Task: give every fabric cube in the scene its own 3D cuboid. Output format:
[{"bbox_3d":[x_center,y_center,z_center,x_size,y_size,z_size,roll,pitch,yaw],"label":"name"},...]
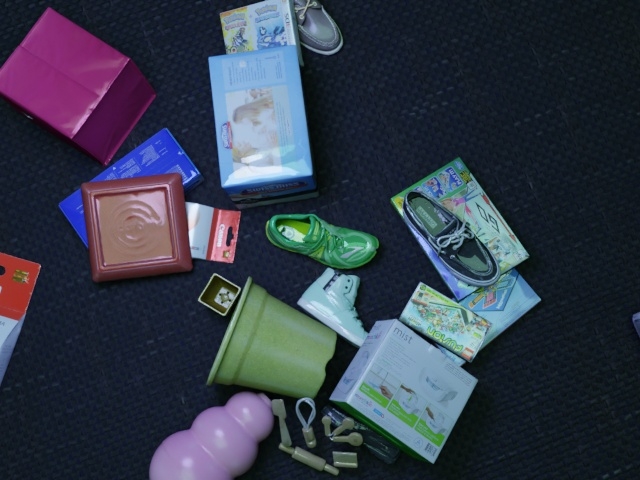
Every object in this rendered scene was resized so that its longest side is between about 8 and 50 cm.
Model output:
[{"bbox_3d":[-0.631,-0.388,1.850,0.258,0.254,0.259,33,82,6],"label":"fabric cube"}]

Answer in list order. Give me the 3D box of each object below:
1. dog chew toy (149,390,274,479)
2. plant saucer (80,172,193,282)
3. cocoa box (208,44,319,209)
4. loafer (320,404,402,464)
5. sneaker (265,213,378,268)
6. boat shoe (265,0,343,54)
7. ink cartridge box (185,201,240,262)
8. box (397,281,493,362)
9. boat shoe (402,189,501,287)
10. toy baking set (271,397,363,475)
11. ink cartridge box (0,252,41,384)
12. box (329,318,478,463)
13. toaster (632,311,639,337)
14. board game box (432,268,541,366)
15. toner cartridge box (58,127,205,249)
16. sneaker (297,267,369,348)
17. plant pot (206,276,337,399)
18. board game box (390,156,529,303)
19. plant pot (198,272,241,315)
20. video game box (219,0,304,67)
[{"bbox_3d":[-0.244,0.496,1.700,0.332,0.206,0.206,-43,80,-14],"label":"dog chew toy"},{"bbox_3d":[-0.470,-0.034,1.809,0.258,0.048,0.259,-7,91,-5],"label":"plant saucer"},{"bbox_3d":[-0.142,-0.283,1.816,0.231,0.228,0.347,-8,79,1],"label":"cocoa box"},{"bbox_3d":[0.104,0.462,1.747,0.223,0.076,0.078,32,77,3],"label":"loafer"},{"bbox_3d":[0.000,0.000,1.810,0.295,0.123,0.110,11,80,4],"label":"sneaker"},{"bbox_3d":[-0.063,-0.643,1.945,0.116,0.097,0.324,-40,80,-5],"label":"boat shoe"},{"bbox_3d":[-0.311,-0.021,1.871,0.179,0.045,0.146,7,80,7],"label":"ink cartridge box"},{"bbox_3d":[0.310,0.204,1.773,0.207,0.036,0.114,30,83,8],"label":"box"},{"bbox_3d":[0.321,-0.011,1.742,0.113,0.105,0.306,-38,74,-4],"label":"boat shoe"},{"bbox_3d":[-0.014,0.467,1.712,0.256,0.030,0.197,23,119,-1],"label":"toy baking set"},{"bbox_3d":[-0.938,0.201,1.838,0.308,0.091,0.385,16,82,5],"label":"ink cartridge box"},{"bbox_3d":[0.198,0.351,1.677,0.262,0.127,0.231,36,71,-10],"label":"box"},{"bbox_3d":[0.866,0.218,1.726,0.226,0.129,0.147,-22,75,1],"label":"toaster"},{"bbox_3d":[0.404,0.184,1.804,0.281,0.027,0.145,-38,81,-4],"label":"board game box"},{"bbox_3d":[-0.496,-0.127,1.883,0.347,0.075,0.165,-36,81,-4],"label":"toner cartridge box"},{"bbox_3d":[0.085,0.173,1.789,0.256,0.094,0.151,35,80,7],"label":"sneaker"},{"bbox_3d":[-0.107,0.259,1.717,0.253,0.276,0.276,21,81,-6],"label":"plant pot"},{"bbox_3d":[0.353,-0.029,1.822,0.213,0.046,0.317,-31,75,-3],"label":"board game box"},{"bbox_3d":[-0.251,0.143,1.816,0.081,0.083,0.082,30,81,8],"label":"plant pot"},{"bbox_3d":[-0.158,-0.540,1.912,0.205,0.048,0.187,-9,90,18],"label":"video game box"}]
